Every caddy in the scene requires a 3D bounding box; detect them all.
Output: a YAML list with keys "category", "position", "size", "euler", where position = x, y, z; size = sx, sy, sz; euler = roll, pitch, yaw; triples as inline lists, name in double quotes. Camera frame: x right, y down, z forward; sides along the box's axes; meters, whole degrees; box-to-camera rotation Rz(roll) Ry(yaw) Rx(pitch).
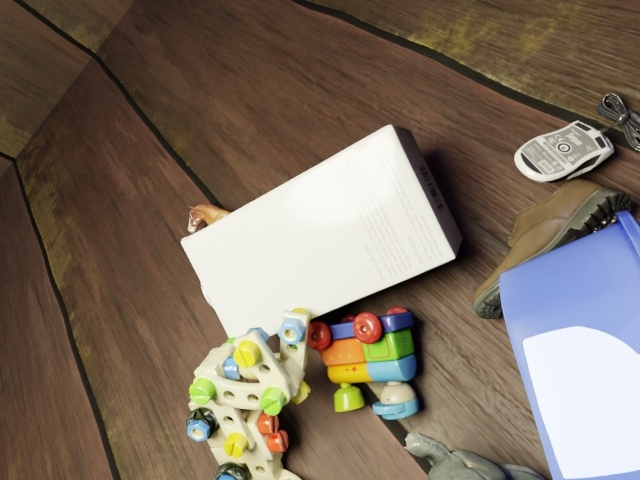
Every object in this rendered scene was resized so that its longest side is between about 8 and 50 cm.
- category: "caddy"
  position: [0.309, 0.140, 0.422]
  size: [0.179, 0.241, 0.341]
  euler: [-25, 58, 30]

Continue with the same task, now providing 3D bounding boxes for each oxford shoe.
- category: "oxford shoe"
  position: [0.282, 0.012, 0.609]
  size: [0.227, 0.083, 0.096]
  euler: [-44, 36, 7]

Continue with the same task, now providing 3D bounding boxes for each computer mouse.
- category: "computer mouse"
  position: [0.341, -0.124, 0.613]
  size: [0.193, 0.042, 0.106]
  euler: [-24, 60, -7]

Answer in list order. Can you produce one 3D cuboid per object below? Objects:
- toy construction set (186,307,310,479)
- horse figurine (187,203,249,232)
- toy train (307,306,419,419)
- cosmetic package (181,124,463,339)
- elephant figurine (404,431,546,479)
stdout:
- category: "toy construction set"
  position: [-0.072, 0.268, 0.646]
  size: [0.215, 0.151, 0.328]
  euler: [-15, 92, 19]
- category: "horse figurine"
  position: [-0.156, -0.009, 0.909]
  size: [0.263, 0.066, 0.174]
  euler: [-13, 68, 30]
- category: "toy train"
  position: [0.028, 0.187, 0.689]
  size: [0.248, 0.105, 0.143]
  euler: [-18, 77, 37]
- category: "cosmetic package"
  position: [0.000, 0.000, 0.699]
  size: [0.365, 0.155, 0.197]
  euler: [-24, 91, 23]
- category: "elephant figurine"
  position: [0.166, 0.364, 0.481]
  size: [0.186, 0.169, 0.239]
  euler: [34, 107, 67]
